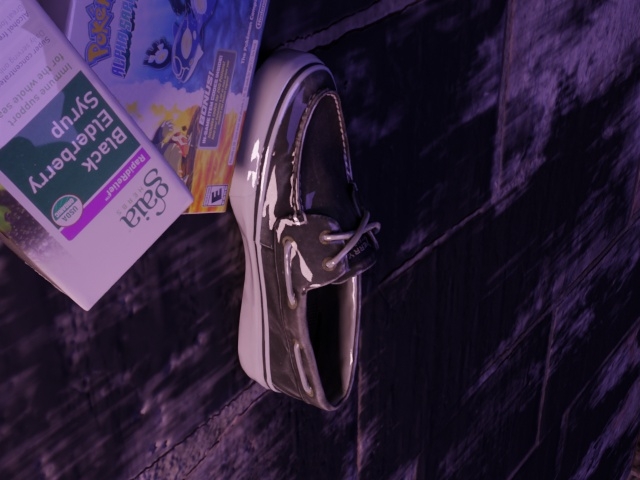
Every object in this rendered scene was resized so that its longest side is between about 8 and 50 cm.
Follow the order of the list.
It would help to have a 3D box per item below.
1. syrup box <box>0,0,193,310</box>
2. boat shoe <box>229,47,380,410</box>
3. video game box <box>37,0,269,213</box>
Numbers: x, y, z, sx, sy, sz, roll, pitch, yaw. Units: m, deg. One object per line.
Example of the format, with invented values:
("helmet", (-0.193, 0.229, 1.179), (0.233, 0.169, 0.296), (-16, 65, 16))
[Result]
("syrup box", (-0.178, -0.076, 0.506), (0.093, 0.096, 0.237), (-48, 132, -15))
("boat shoe", (0.000, 0.000, 0.846), (0.121, 0.119, 0.335), (-34, 134, -43))
("video game box", (-0.120, -0.117, 0.666), (0.187, 0.048, 0.205), (-6, 113, -52))
